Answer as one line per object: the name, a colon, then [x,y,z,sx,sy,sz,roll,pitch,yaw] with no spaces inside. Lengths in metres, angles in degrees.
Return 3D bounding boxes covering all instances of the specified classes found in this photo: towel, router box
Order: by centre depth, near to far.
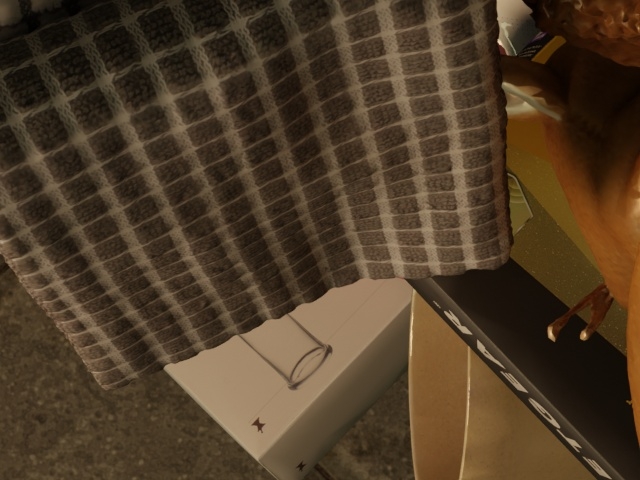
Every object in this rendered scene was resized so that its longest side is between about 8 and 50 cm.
towel: [-0.034,-0.047,0.793,0.284,0.235,0.121,71,174,-63]
router box: [0.211,0.012,1.074,0.309,0.243,0.081,45,173,-6]

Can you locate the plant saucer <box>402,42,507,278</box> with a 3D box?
plant saucer: [0.030,-0.110,1.473,0.332,0.084,0.332,33,137,37]

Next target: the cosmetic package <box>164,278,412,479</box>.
cosmetic package: [0.000,0.000,1.675,0.284,0.377,0.097,40,173,31]

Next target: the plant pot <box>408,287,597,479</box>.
plant pot: [0.220,0.095,1.342,0.274,0.257,0.256,1,180,-7]

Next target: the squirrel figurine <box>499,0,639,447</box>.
squirrel figurine: [0.216,-0.055,0.816,0.370,0.281,0.397,-118,12,-58]

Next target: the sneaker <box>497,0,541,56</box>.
sneaker: [0.159,-0.145,1.192,0.212,0.080,0.094,46,161,6]
